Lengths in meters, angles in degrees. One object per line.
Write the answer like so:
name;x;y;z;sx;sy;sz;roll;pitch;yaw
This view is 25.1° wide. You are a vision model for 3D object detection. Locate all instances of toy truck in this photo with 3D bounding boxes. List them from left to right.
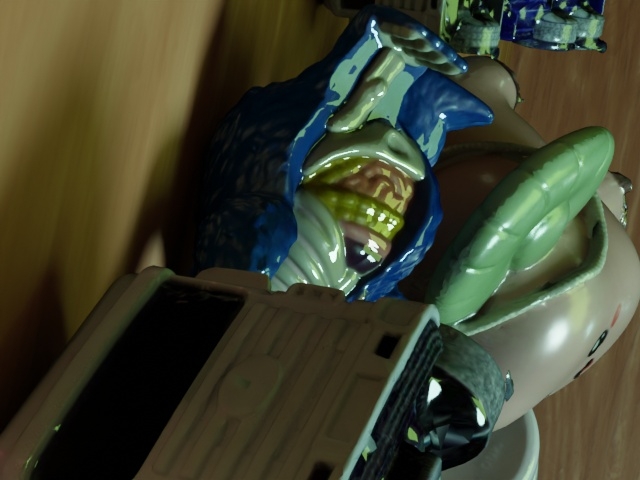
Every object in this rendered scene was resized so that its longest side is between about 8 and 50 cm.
toy truck;-0.030;0.177;0.581;0.176;0.178;0.363;-60;159;-43
toy truck;0.100;-0.199;0.992;0.268;0.155;0.124;-15;117;-56

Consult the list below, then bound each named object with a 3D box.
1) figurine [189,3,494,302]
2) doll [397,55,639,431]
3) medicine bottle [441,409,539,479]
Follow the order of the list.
figurine;-0.016;0.006;0.707;0.262;0.121;0.164;-55;145;-20
doll;0.081;0.013;0.898;0.284;0.216;0.268;-51;168;30
medicine bottle;0.096;0.196;1.073;0.249;0.133;0.133;77;25;-59
